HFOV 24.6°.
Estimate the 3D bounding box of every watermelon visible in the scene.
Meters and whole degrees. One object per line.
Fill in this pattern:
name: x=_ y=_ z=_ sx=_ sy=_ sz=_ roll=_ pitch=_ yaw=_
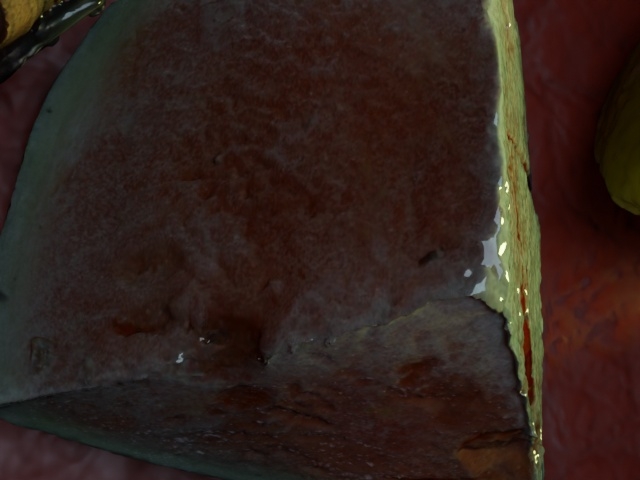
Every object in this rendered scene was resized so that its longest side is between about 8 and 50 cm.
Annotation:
watermelon: x=0.000 y=0.000 z=0.606 sx=0.262 sy=0.201 sz=0.212 roll=8 pitch=73 yaw=-13

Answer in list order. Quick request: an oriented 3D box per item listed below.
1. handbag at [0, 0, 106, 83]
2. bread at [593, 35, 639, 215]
handbag: x=-0.152 y=-0.135 z=0.577 sx=0.072 sy=0.193 sz=0.151 roll=-44 pitch=107 yaw=-21
bread: x=0.245 y=-0.058 z=0.705 sx=0.170 sy=0.197 sz=0.197 roll=32 pitch=75 yaw=-24
